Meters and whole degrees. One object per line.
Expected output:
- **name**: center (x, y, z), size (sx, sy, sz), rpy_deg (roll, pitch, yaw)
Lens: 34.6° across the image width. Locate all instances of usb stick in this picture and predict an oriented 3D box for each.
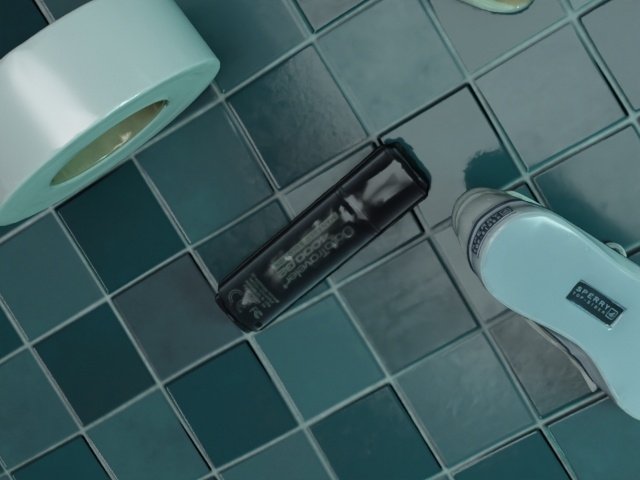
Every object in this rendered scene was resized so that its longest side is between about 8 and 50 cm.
- **usb stick**: center (0.000, 0.000, 1.144), size (0.278, 0.045, 0.077), rpy_deg (-40, 98, 16)

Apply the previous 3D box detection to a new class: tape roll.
- **tape roll**: center (-0.242, -0.137, 1.044), size (0.286, 0.286, 0.100), rpy_deg (-37, 92, 16)

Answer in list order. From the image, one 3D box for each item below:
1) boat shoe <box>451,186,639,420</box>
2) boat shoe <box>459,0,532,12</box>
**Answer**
- **boat shoe**: center (0.266, 0.059, 1.061), size (0.367, 0.156, 0.136), rpy_deg (32, 102, -26)
- **boat shoe**: center (0.098, -0.337, 0.974), size (0.324, 0.123, 0.116), rpy_deg (31, 126, -21)
